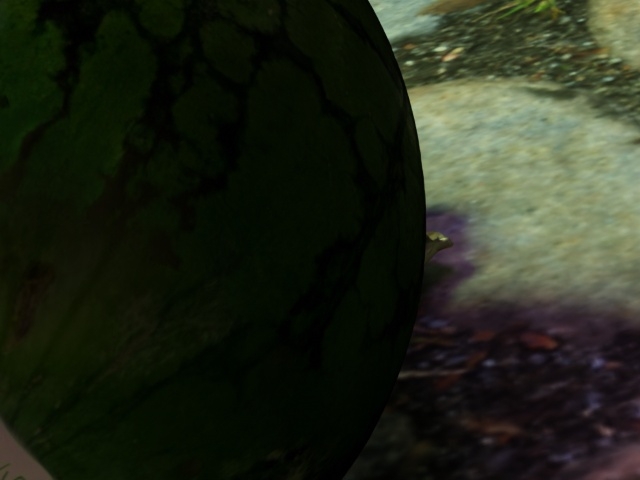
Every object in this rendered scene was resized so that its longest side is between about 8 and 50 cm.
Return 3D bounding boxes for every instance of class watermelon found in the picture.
[{"bbox_3d":[-0.119,-0.015,0.712,0.363,0.363,0.363,-15,24,7],"label":"watermelon"}]

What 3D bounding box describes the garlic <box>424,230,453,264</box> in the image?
[{"bbox_3d":[-0.011,-0.006,0.920,0.124,0.099,0.174,-15,19,46],"label":"garlic"}]
